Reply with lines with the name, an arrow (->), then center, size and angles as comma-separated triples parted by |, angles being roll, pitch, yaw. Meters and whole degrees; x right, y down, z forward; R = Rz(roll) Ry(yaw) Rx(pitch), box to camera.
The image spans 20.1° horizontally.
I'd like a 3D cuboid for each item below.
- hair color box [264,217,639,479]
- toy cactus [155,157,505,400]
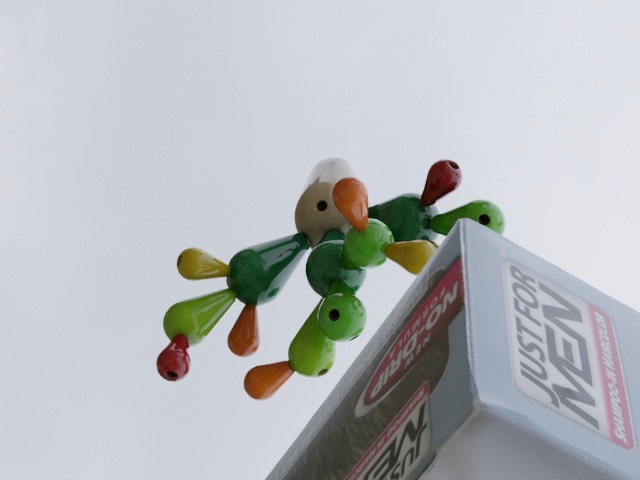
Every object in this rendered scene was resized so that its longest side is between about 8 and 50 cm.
hair color box -> 0.155, 0.169, 0.620 | 0.185, 0.374, 0.113 | -54, -164, 27
toy cactus -> 0.000, 0.000, 1.098 | 0.219, 0.112, 0.180 | -30, -154, 16
